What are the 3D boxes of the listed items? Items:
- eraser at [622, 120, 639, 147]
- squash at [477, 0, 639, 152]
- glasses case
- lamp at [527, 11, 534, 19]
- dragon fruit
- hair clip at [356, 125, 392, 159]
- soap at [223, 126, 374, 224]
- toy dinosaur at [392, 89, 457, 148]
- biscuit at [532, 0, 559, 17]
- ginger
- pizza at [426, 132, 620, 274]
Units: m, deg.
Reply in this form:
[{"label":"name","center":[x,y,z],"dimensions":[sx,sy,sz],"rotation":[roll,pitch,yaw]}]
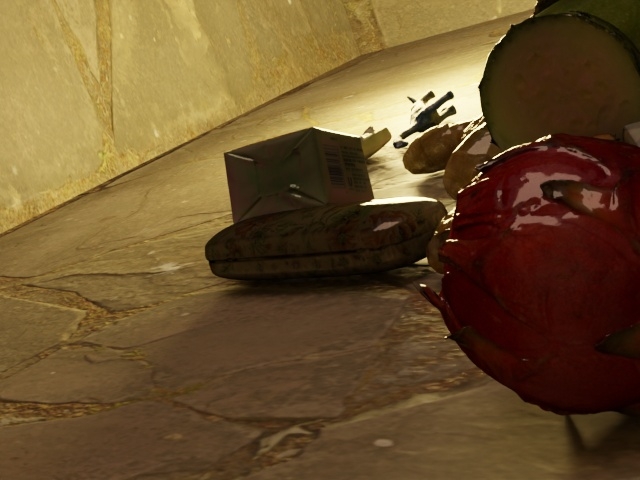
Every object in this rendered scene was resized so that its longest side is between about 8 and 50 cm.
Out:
[{"label":"eraser","center":[0.572,-0.137,1.229],"dimensions":[0.397,0.082,0.213],"rotation":[-17,27,10]},{"label":"squash","center":[0.435,-0.259,1.557],"dimensions":[0.263,0.263,0.384],"rotation":[-8,19,41]},{"label":"glasses case","center":[0.000,0.000,1.510],"dimensions":[0.425,0.098,0.156],"rotation":[-5,15,47]},{"label":"lamp","center":[0.534,-0.455,2.387],"dimensions":[0.135,0.157,0.156],"rotation":[-8,-13,-46]},{"label":"dragon fruit","center":[0.218,0.027,0.853],"dimensions":[0.241,0.252,0.241],"rotation":[-54,2,3]},{"label":"hair clip","center":[0.055,-0.190,2.206],"dimensions":[0.218,0.071,0.159],"rotation":[-15,17,43]},{"label":"soap","center":[-0.035,-0.100,1.755],"dimensions":[0.182,0.138,0.199],"rotation":[-14,-6,26]},{"label":"toy dinosaur","center":[0.196,-0.260,2.286],"dimensions":[0.188,0.075,0.248],"rotation":[-31,22,-11]},{"label":"biscuit","center":[0.359,-0.332,1.664],"dimensions":[0.016,0.203,0.144],"rotation":[28,41,24]},{"label":"ginger","center":[0.322,-0.190,1.741],"dimensions":[0.348,0.122,0.363],"rotation":[-29,5,-1]},{"label":"pizza","center":[0.285,-0.041,1.308],"dimensions":[0.335,0.086,0.226],"rotation":[-29,21,-26]}]
